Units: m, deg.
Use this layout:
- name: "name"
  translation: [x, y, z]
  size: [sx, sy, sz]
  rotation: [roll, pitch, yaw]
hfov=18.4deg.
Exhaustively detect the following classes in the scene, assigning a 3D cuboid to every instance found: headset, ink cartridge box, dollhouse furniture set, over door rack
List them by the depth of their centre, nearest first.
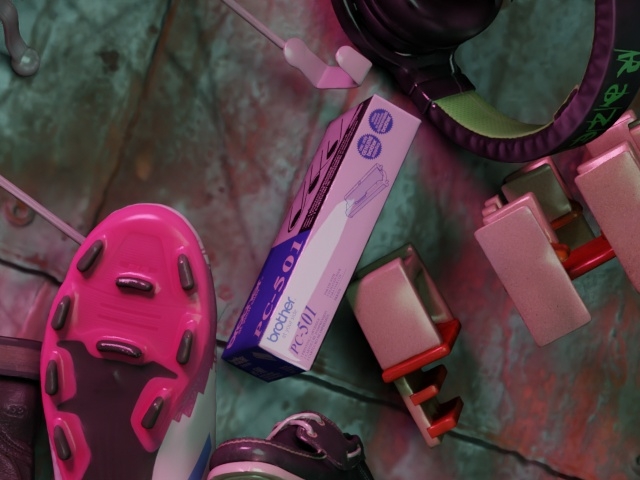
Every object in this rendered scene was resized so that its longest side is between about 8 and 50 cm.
- name: "over door rack"
  translation: [-0.163, -0.112, 1.405]
  size: [0.324, 0.108, 0.239]
  rotation: [34, 72, -14]
- name: "dollhouse furniture set"
  translation: [0.162, 0.028, 1.435]
  size: [0.259, 0.262, 0.135]
  rotation: [-29, 94, 13]
- name: "ink cartridge box"
  translation: [0.000, 0.000, 1.448]
  size: [0.046, 0.097, 0.207]
  rotation: [28, 73, -13]
- name: "headset"
  translation: [0.118, -0.245, 1.472]
  size: [0.185, 0.243, 0.394]
  rotation: [-18, 65, -38]

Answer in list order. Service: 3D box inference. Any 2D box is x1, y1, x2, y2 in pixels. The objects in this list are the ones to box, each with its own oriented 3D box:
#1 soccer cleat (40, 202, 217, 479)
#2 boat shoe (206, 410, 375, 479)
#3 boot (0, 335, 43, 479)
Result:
- name: "soccer cleat"
  translation: [-0.126, 0.139, 1.348]
  size: [0.116, 0.143, 0.331]
  rotation: [5, 93, 9]
- name: "boat shoe"
  translation: [-0.021, 0.156, 1.365]
  size: [0.084, 0.233, 0.079]
  rotation: [-7, 75, 19]
- name: "boot"
  translation: [-0.289, 0.176, 1.324]
  size: [0.263, 0.091, 0.229]
  rotation: [4, 80, -21]
